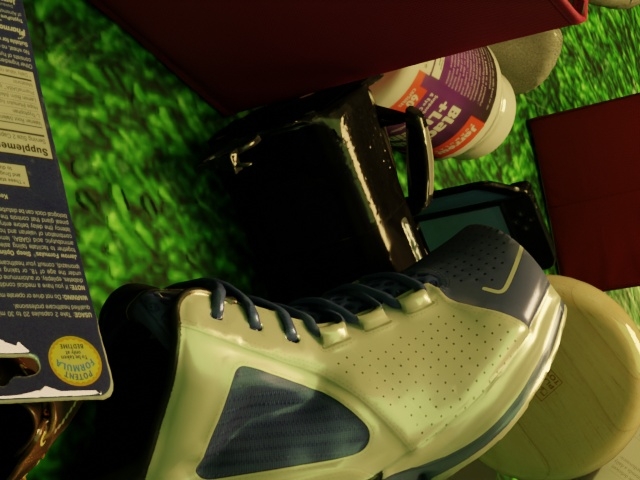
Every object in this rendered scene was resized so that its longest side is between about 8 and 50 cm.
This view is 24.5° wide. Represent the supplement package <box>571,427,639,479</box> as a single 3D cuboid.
[{"bbox_3d":[0.215,0.207,1.051,0.105,0.105,0.179,37,78,-1],"label":"supplement package"}]

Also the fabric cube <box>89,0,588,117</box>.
[{"bbox_3d":[-0.010,-0.260,0.871,0.254,0.258,0.259,38,49,-49],"label":"fabric cube"}]

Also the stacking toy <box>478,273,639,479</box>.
[{"bbox_3d":[0.165,0.079,1.127,0.330,0.141,0.141,-39,115,-82],"label":"stacking toy"}]

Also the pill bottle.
[{"bbox_3d":[0.070,-0.120,1.103,0.193,0.108,0.108,19,64,-56],"label":"pill bottle"}]

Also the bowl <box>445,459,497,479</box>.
[{"bbox_3d":[0.074,0.175,1.062,0.142,0.053,0.142,44,43,-44],"label":"bowl"}]

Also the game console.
[{"bbox_3d":[0.097,-0.002,1.094,0.107,0.122,0.071,66,33,-21],"label":"game console"}]

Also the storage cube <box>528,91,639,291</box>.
[{"bbox_3d":[0.341,-0.057,1.456,0.215,0.193,0.183,-12,90,-59],"label":"storage cube"}]

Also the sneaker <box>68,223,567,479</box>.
[{"bbox_3d":[-0.016,0.070,0.807,0.315,0.127,0.182,-42,110,-22],"label":"sneaker"}]

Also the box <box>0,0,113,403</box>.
[{"bbox_3d":[-0.176,-0.028,0.673,0.136,0.036,0.225,5,63,-51],"label":"box"}]

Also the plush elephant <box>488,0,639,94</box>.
[{"bbox_3d":[0.151,-0.271,1.185,0.330,0.255,0.272,-78,152,-47],"label":"plush elephant"}]

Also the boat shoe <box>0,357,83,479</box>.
[{"bbox_3d":[-0.159,0.090,0.680,0.207,0.073,0.073,-44,115,-57],"label":"boat shoe"}]

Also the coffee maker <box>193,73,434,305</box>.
[{"bbox_3d":[0.000,0.000,0.958,0.171,0.120,0.178,-30,106,-38],"label":"coffee maker"}]
